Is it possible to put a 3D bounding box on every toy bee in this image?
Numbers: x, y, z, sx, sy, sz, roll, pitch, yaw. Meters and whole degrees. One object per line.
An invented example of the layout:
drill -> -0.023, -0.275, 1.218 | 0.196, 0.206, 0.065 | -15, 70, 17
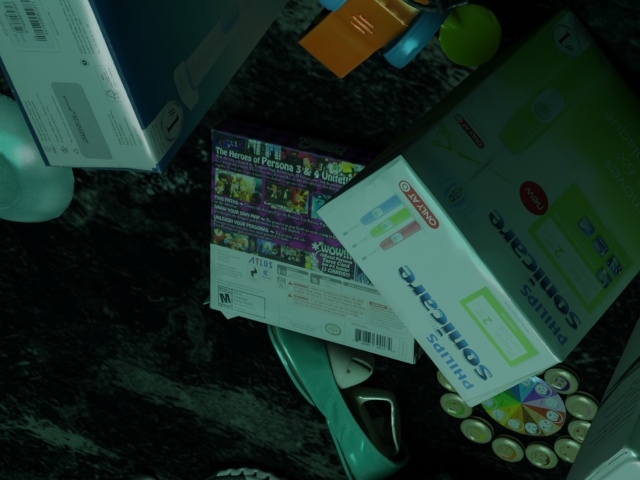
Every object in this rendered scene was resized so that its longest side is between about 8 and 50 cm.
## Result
toy bee -> 0.090, -0.224, 1.610 | 0.195, 0.162, 0.298 | 47, 163, -29

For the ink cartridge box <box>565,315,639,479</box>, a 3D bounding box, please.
ink cartridge box -> 0.367, 0.161, 1.673 | 0.223, 0.307, 0.129 | 35, 139, -3

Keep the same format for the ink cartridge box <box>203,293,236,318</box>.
ink cartridge box -> -0.080, 0.054, 2.047 | 0.083, 0.048, 0.028 | -17, 119, 43

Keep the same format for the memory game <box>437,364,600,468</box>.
memory game -> 0.207, 0.173, 2.015 | 0.186, 0.012, 0.186 | 17, 137, 17

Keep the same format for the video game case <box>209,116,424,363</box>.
video game case -> 0.000, 0.000, 1.912 | 0.232, 0.042, 0.210 | 14, 122, 20

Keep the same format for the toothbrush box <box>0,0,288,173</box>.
toothbrush box -> -0.148, -0.231, 1.615 | 0.126, 0.295, 0.216 | 5, 134, 30

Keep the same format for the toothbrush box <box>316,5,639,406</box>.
toothbrush box -> 0.165, -0.033, 1.600 | 0.206, 0.283, 0.122 | 52, 138, -4

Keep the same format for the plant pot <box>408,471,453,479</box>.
plant pot -> 0.097, 0.373, 2.111 | 0.293, 0.293, 0.196 | -24, 89, 45

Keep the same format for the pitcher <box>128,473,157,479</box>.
pitcher -> -0.222, 0.408, 2.373 | 0.125, 0.207, 0.178 | -11, 122, 39

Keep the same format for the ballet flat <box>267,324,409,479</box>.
ballet flat -> 0.031, 0.160, 2.076 | 0.087, 0.083, 0.247 | -19, 122, 15

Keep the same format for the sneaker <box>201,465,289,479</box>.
sneaker -> -0.051, 0.335, 2.267 | 0.234, 0.106, 0.078 | 13, 135, 21

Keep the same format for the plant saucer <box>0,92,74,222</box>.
plant saucer -> -0.361, -0.084, 2.096 | 0.195, 0.037, 0.195 | 17, 137, 17
